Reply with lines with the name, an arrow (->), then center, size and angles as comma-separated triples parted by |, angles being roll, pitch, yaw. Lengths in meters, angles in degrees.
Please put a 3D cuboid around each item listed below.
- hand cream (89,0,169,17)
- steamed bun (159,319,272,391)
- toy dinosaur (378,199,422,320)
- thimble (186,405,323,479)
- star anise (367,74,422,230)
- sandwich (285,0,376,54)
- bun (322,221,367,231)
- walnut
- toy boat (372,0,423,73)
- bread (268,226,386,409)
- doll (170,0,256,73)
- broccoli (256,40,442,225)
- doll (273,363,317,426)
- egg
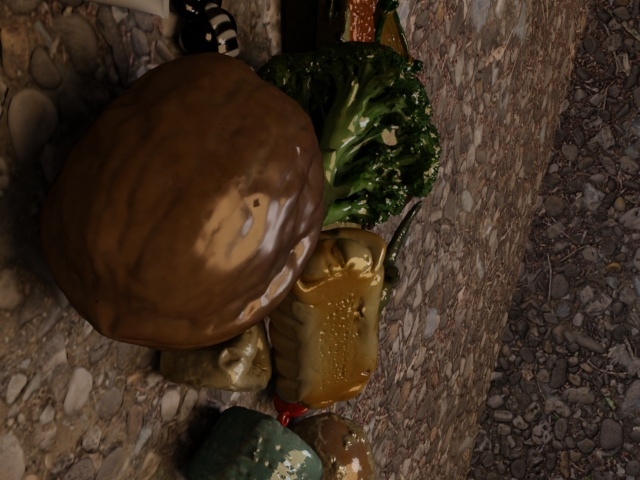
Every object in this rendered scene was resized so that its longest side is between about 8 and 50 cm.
hand cream -> -0.223, -0.305, 0.901 | 0.248, 0.083, 0.133 | -40, 140, -63
steamed bun -> -0.146, 0.140, 1.226 | 0.172, 0.141, 0.155 | 23, 73, -69
toy dinosaur -> 0.081, 0.095, 1.387 | 0.363, 0.076, 0.147 | -64, 173, 9
thimble -> -0.108, 0.368, 1.327 | 0.143, 0.198, 0.235 | -55, 166, -26
star anise -> 0.132, -0.174, 1.617 | 0.315, 0.108, 0.315 | -20, 115, -54
sandwich -> 0.023, -0.365, 1.313 | 0.292, 0.109, 0.212 | 85, 23, -44
bun -> 0.000, 0.000, 1.407 | 0.259, 0.152, 0.259 | -41, 141, -46
walnut -> -0.155, -0.033, 0.938 | 0.306, 0.306, 0.344 | 73, 34, -47
toy boat -> 0.129, -0.380, 1.525 | 0.089, 0.088, 0.229 | -67, 153, -13
bread -> 0.002, 0.121, 1.250 | 0.173, 0.121, 0.311 | -14, 129, -21
doll -> -0.129, -0.233, 1.082 | 0.091, 0.067, 0.219 | -35, 108, -45
broccoli -> 0.027, -0.142, 1.184 | 0.275, 0.308, 0.308 | -65, 157, -56
doll -> -0.010, 0.217, 1.567 | 0.200, 0.105, 0.336 | 81, 27, -43
egg -> 0.003, 0.447, 1.598 | 0.203, 0.203, 0.245 | -26, 137, -57
